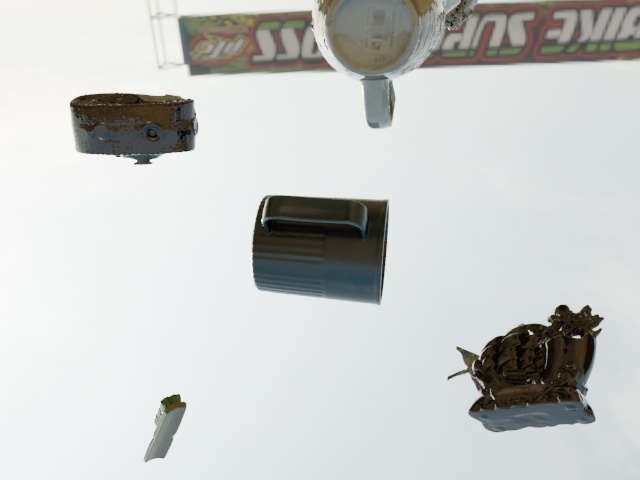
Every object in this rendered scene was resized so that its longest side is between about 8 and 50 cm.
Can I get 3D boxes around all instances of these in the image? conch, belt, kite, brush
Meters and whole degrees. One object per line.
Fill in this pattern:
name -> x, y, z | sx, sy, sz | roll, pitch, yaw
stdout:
conch -> 0.301, -0.582, 1.749 | 0.245, 0.163, 0.178 | -37, 180, 38
belt -> -0.422, -0.253, 1.720 | 0.290, 0.163, 0.184 | 2, -161, 6
kite -> 0.381, 0.331, 1.925 | 0.157, 0.011, 0.139 | -14, -112, -30
brush -> -0.348, 0.417, 1.661 | 0.054, 0.282, 0.048 | -7, -125, -28

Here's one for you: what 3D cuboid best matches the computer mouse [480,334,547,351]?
computer mouse -> 0.507, 0.269, 1.837 | 0.233, 0.120, 0.057 | 13, -119, -12

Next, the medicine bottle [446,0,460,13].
medicine bottle -> 0.186, -0.471, 1.536 | 0.187, 0.102, 0.103 | -33, -173, 40

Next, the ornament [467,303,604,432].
ornament -> 0.407, 0.224, 1.427 | 0.251, 0.106, 0.260 | -17, -138, 33

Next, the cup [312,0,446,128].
cup -> 0.085, -0.316, 1.214 | 0.228, 0.300, 0.257 | 1, -155, 10

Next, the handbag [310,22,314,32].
handbag -> 0.063, -0.500, 1.535 | 0.175, 0.088, 0.270 | -36, -166, 25

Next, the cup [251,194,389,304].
cup -> -0.001, 0.018, 1.692 | 0.292, 0.241, 0.308 | 5, -174, 8
